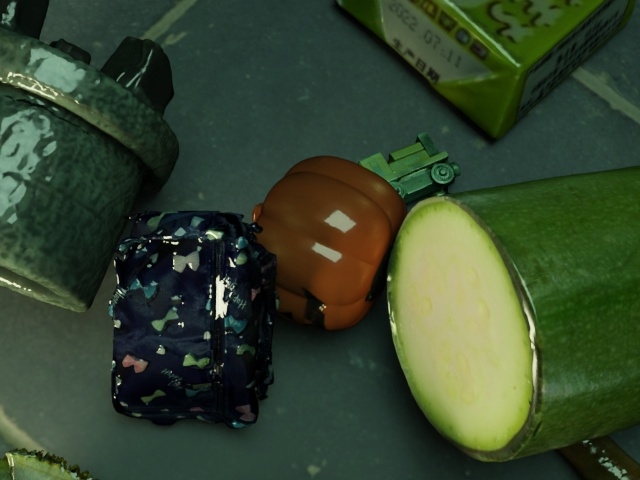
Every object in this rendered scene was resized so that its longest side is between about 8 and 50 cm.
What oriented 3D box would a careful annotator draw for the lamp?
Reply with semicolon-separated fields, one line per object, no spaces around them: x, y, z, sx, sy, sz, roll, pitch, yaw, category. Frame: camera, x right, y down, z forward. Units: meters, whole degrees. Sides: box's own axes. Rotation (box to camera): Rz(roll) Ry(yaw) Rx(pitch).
0.000;0.000;1.097;0.164;0.188;0.188;24;66;13;lamp

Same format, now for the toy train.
0.104;-0.076;1.221;0.122;0.050;0.081;-24;65;-15;toy train

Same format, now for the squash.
0.291;0.058;1.043;0.384;0.263;0.263;-10;68;-26;squash

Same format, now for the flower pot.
-0.286;-0.093;1.064;0.299;0.299;0.283;20;76;1;flower pot

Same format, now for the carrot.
0.320;0.255;1.102;0.070;0.070;0.342;-35;74;-20;carrot

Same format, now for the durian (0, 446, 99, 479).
-0.277;0.324;0.948;0.193;0.138;0.237;21;63;-2;durian

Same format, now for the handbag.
-0.124;0.082;1.027;0.162;0.260;0.113;5;32;3;handbag

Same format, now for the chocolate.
0.222;-0.327;1.293;0.289;0.137;0.301;44;69;11;chocolate
